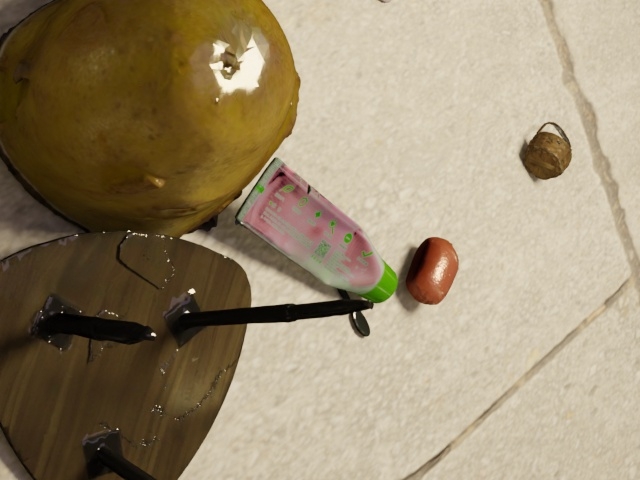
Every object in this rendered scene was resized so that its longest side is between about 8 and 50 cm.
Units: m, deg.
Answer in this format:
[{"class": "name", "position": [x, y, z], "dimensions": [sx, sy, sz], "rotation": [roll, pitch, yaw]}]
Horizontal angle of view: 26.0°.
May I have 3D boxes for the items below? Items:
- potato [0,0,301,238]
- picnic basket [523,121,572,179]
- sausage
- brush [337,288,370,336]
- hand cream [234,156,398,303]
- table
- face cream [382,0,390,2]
[{"class": "potato", "position": [-0.111, -0.143, 1.392], "dimensions": [0.397, 0.296, 0.290], "rotation": [3, 81, -45]}, {"class": "picnic basket", "position": [0.342, -0.135, 2.036], "dimensions": [0.083, 0.072, 0.072], "rotation": [-50, 118, -40]}, {"class": "sausage", "position": [0.145, 0.040, 1.791], "dimensions": [0.054, 0.059, 0.094], "rotation": [31, 60, -13]}, {"class": "brush", "position": [0.040, 0.084, 1.707], "dimensions": [0.083, 0.008, 0.024], "rotation": [59, 41, -19]}, {"class": "hand cream", "position": [0.001, 0.001, 1.621], "dimensions": [0.275, 0.050, 0.079], "rotation": [38, 58, -46]}, {"class": "table", "position": [-0.140, 0.125, 1.278], "dimensions": [0.317, 0.249, 0.317], "rotation": [-5, 97, -39]}, {"class": "face cream", "position": [0.065, -0.461, 1.805], "dimensions": [0.154, 0.096, 0.274], "rotation": [14, 84, -47]}]
